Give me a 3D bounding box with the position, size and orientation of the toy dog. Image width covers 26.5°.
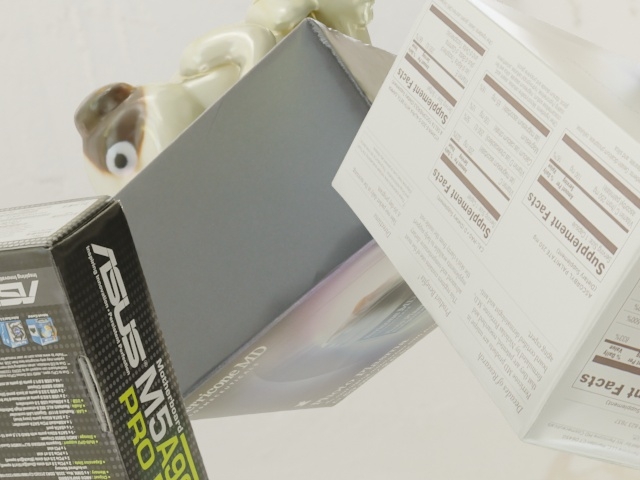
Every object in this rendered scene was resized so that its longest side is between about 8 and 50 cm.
[{"bbox_3d":[-0.138,-0.178,1.850,0.408,0.395,0.284,-36,-53,-33],"label":"toy dog"}]

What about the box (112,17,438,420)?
[{"bbox_3d":[0.000,0.000,1.127,0.294,0.296,0.182,7,-133,-59],"label":"box"}]

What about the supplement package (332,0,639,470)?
[{"bbox_3d":[0.161,-0.004,0.739,0.204,0.145,0.262,17,-158,-29],"label":"supplement package"}]

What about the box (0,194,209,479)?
[{"bbox_3d":[-0.189,0.101,0.647,0.060,0.270,0.216,-48,-54,-58],"label":"box"}]
